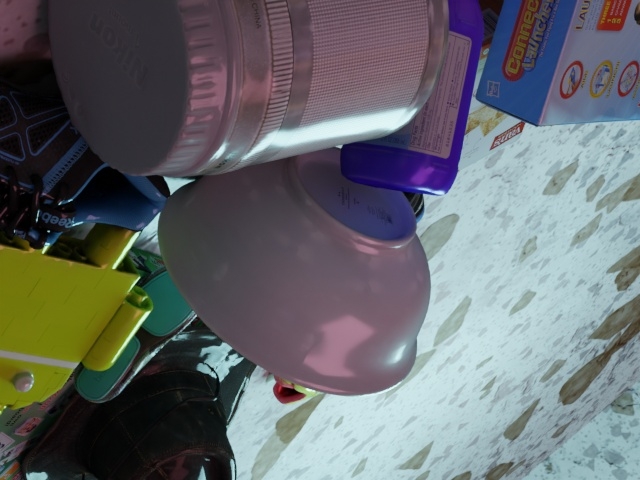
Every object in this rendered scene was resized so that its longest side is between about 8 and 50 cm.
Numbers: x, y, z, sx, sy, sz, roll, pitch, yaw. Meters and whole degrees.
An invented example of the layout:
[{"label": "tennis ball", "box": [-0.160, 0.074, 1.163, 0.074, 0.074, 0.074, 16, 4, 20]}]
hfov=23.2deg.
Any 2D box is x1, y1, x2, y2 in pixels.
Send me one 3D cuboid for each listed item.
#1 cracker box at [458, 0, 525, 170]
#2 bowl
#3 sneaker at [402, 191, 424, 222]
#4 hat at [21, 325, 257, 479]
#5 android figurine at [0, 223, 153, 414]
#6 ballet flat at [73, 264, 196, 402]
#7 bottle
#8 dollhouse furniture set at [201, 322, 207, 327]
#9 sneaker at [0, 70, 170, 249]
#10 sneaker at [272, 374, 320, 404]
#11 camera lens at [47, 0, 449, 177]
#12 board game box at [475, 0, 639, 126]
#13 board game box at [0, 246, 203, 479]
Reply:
[{"label": "cracker box", "box": [0.186, -0.183, 1.783, 0.155, 0.067, 0.232, -29, 153, -30]}, {"label": "bowl", "box": [0.000, 0.000, 1.523, 0.298, 0.298, 0.134, -10, 142, -50]}, {"label": "sneaker", "box": [0.048, -0.038, 1.841, 0.188, 0.067, 0.078, -21, 127, -35]}, {"label": "hat", "box": [-0.166, 0.241, 1.763, 0.331, 0.134, 0.331, -31, 152, -19]}, {"label": "android figurine", "box": [-0.283, 0.072, 1.474, 0.248, 0.056, 0.273, 17, 117, -45]}, {"label": "ballet flat", "box": [-0.182, 0.087, 1.599, 0.188, 0.070, 0.070, -43, 156, 7]}, {"label": "bottle", "box": [0.096, -0.187, 1.470, 0.092, 0.118, 0.283, 11, 90, -41]}, {"label": "dollhouse furniture set", "box": [-0.107, 0.087, 1.796, 0.114, 0.091, 0.081, -34, 139, -11]}, {"label": "sneaker", "box": [-0.260, -0.065, 1.228, 0.341, 0.140, 0.125, -10, 143, -48]}, {"label": "sneaker", "box": [-0.015, 0.156, 2.031, 0.094, 0.081, 0.208, -27, 152, -25]}, {"label": "camera lens", "box": [-0.051, -0.173, 1.252, 0.274, 0.219, 0.219, -15, 145, -38]}, {"label": "board game box", "box": [0.323, -0.283, 1.685, 0.302, 0.086, 0.308, -7, 119, -51]}, {"label": "board game box", "box": [-0.266, 0.143, 1.677, 0.317, 0.046, 0.213, -46, 156, 9]}]
